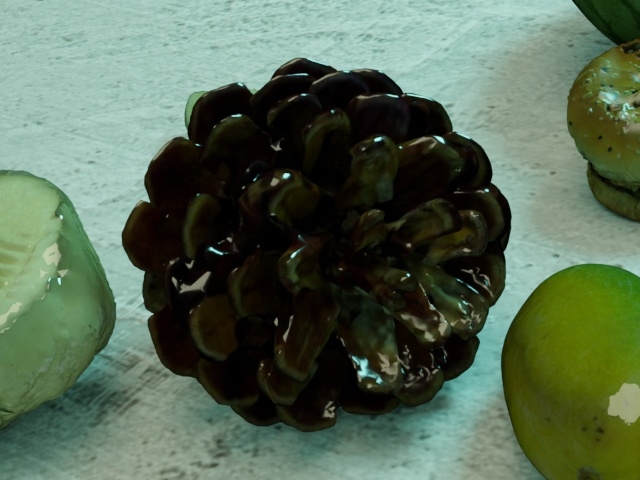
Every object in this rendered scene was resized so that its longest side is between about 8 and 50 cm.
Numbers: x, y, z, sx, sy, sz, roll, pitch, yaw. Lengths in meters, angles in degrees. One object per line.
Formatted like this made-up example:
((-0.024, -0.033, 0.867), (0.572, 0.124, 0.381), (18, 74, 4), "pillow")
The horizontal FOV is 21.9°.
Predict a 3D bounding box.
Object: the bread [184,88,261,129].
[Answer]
((-0.044, -0.104, 1.616), (0.193, 0.036, 0.112), (-2, 39, 11), "bread")

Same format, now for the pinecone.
((-0.001, -0.003, 1.259), (0.298, 0.242, 0.296), (-40, 33, -14), "pinecone")

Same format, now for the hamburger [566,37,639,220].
((0.307, -0.100, 1.414), (0.177, 0.113, 0.185), (-27, 35, -22), "hamburger")

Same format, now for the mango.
((0.202, 0.092, 1.162), (0.156, 0.114, 0.251), (-21, 34, 2), "mango")

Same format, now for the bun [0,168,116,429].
((-0.282, 0.069, 1.333), (0.259, 0.152, 0.259), (-16, 40, 14), "bun")

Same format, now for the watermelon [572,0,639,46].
((0.378, -0.256, 1.562), (0.331, 0.189, 0.331), (-15, 18, 5), "watermelon")
